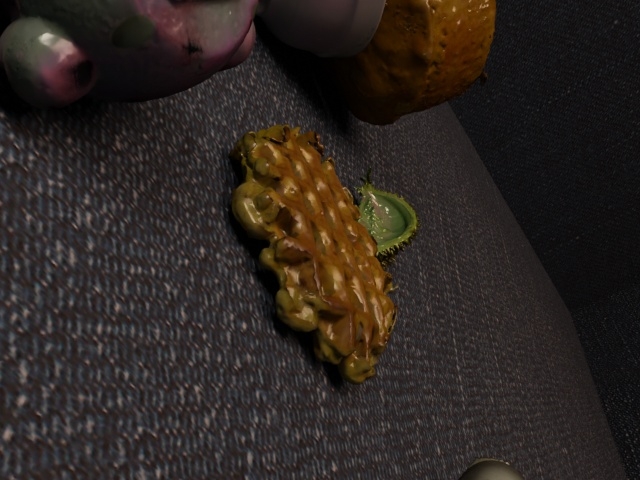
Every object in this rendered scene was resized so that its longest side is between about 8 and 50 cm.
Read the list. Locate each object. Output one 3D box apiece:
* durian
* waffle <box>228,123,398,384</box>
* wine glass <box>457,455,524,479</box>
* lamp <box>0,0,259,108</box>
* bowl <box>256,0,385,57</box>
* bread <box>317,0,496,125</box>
[{"bbox_3d":[0.093,-0.028,1.180,0.100,0.086,0.215,39,30,-23],"label":"durian"},{"bbox_3d":[0.000,0.000,0.911,0.302,0.068,0.325,59,18,-13],"label":"waffle"},{"bbox_3d":[0.188,0.333,0.899,0.111,0.111,0.204,64,21,0],"label":"wine glass"},{"bbox_3d":[-0.134,-0.255,0.584,0.247,0.248,0.301,-29,117,-53],"label":"lamp"},{"bbox_3d":[-0.028,-0.409,1.143,0.287,0.144,0.286,171,-90,-67],"label":"bowl"},{"bbox_3d":[0.108,-0.393,1.281,0.398,0.215,0.398,166,-90,-71],"label":"bread"}]
